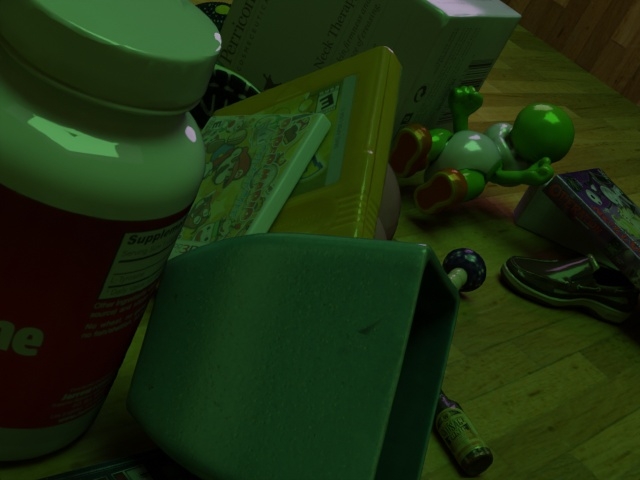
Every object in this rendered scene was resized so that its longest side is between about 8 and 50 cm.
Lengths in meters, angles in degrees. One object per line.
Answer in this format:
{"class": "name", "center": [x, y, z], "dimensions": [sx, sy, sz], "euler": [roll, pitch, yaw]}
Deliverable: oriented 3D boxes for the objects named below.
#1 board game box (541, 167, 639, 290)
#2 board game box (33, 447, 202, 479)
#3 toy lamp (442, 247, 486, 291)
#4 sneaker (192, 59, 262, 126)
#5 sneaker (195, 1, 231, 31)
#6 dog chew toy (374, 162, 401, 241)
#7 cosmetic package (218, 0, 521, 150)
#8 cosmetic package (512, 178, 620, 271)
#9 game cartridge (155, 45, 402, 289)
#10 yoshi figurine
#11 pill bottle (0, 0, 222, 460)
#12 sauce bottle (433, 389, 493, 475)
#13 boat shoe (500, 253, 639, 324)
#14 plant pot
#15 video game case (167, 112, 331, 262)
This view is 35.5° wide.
{"class": "board game box", "center": [0.553, 0.013, 1.728], "dimensions": [0.347, 0.056, 0.208], "euler": [49, 35, 19]}
{"class": "board game box", "center": [-0.175, 0.262, 0.826], "dimensions": [0.243, 0.042, 0.165], "euler": [-5, 42, -47]}
{"class": "toy lamp", "center": [0.166, 0.080, 1.413], "dimensions": [0.080, 0.080, 0.274], "euler": [33, 28, 10]}
{"class": "sneaker", "center": [-0.178, -0.260, 1.659], "dimensions": [0.300, 0.111, 0.121], "euler": [36, 24, 12]}
{"class": "sneaker", "center": [-0.162, -0.430, 2.024], "dimensions": [0.209, 0.082, 0.069], "euler": [4, 50, -6]}
{"class": "dog chew toy", "center": [0.000, 0.000, 1.282], "dimensions": [0.206, 0.207, 0.332], "euler": [22, 35, -11]}
{"class": "cosmetic package", "center": [0.080, -0.370, 1.836], "dimensions": [0.393, 0.329, 0.327], "euler": [38, 29, 21]}
{"class": "cosmetic package", "center": [0.493, -0.034, 1.887], "dimensions": [0.239, 0.099, 0.060], "euler": [24, 28, -8]}
{"class": "game cartridge", "center": [-0.048, -0.077, 1.205], "dimensions": [0.053, 0.285, 0.324], "euler": [51, 36, -35]}
{"class": "yoshi figurine", "center": [0.307, -0.165, 1.737], "dimensions": [0.362, 0.204, 0.203], "euler": [-15, 21, -40]}
{"class": "pill bottle", "center": [-0.238, -0.026, 0.864], "dimensions": [0.229, 0.408, 0.229], "euler": [21, 27, -12]}
{"class": "sauce bottle", "center": [0.160, 0.223, 1.202], "dimensions": [0.042, 0.042, 0.128], "euler": [7, 32, -35]}
{"class": "boat shoe", "center": [0.423, 0.058, 1.666], "dimensions": [0.257, 0.095, 0.095], "euler": [15, 30, -23]}
{"class": "plant pot", "center": [-0.029, 0.124, 0.934], "dimensions": [0.252, 0.247, 0.248], "euler": [11, -10, 17]}
{"class": "video game case", "center": [-0.115, -0.060, 1.190], "dimensions": [0.206, 0.227, 0.026], "euler": [5, -34, 44]}
